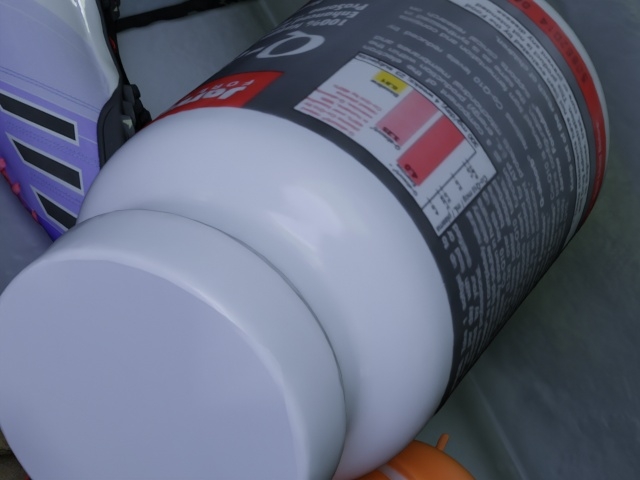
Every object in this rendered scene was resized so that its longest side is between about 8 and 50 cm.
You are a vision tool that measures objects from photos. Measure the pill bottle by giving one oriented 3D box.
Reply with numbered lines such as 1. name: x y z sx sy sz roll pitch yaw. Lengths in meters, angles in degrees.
1. pill bottle: 0.000 0.000 0.966 0.210 0.210 0.363 39 38 5

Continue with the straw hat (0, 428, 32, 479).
1. straw hat: -0.174 0.132 0.973 0.144 0.144 0.061 9 18 -14

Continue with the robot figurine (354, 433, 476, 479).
1. robot figurine: 0.010 0.186 0.970 0.219 0.128 0.158 -27 29 -29

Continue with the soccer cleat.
1. soccer cleat: -0.167 -0.084 1.091 0.116 0.108 0.318 -17 72 2
